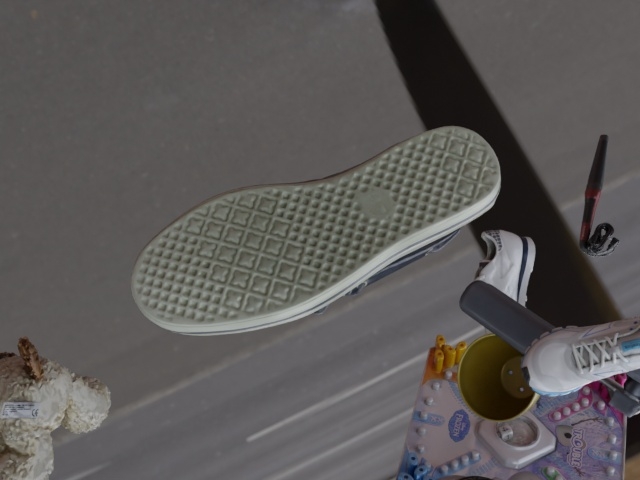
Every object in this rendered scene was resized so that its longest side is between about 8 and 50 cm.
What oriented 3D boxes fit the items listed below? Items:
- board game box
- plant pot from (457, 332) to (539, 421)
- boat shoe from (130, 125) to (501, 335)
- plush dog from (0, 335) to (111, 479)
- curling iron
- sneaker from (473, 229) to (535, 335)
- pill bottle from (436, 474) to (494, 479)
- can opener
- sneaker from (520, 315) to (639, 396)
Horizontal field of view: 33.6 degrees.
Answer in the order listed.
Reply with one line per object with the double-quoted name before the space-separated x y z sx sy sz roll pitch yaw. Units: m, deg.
"board game box" 0.359 0.347 1.931 0.390 0.390 0.050 10 129 11
"plant pot" 0.293 0.212 1.644 0.134 0.134 0.095 -37 156 25
"boat shoe" 0.000 0.000 1.373 0.500 0.187 0.156 -23 164 -15
"plush dog" -0.480 0.241 1.583 0.225 0.211 0.262 -4 -151 28
"curling iron" 0.519 -0.083 1.969 0.068 0.274 0.035 11 148 0
"sneaker" 0.319 0.098 1.923 0.094 0.235 0.090 12 169 -16
"pill bottle" 0.253 0.446 1.604 0.161 0.161 0.283 -23 -177 -14
"can opener" 0.303 0.119 1.262 0.095 0.283 0.076 -57 156 6
"sneaker" 0.304 0.113 1.117 0.190 0.071 0.083 -15 171 -13
